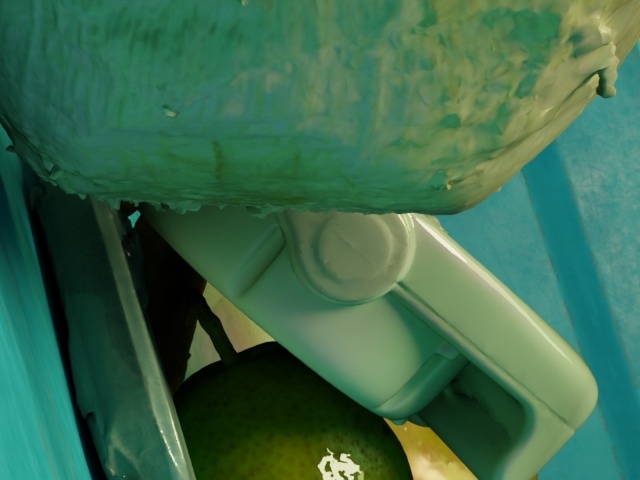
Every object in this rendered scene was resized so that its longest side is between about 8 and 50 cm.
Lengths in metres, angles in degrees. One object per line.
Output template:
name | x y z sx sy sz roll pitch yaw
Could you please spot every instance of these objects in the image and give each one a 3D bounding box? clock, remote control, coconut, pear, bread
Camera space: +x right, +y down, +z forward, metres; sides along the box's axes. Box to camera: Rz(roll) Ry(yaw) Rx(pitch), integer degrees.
clock | 0.000 0.000 1.064 0.324 0.108 0.265 39 5 -34
remote control | -0.107 0.052 0.956 0.104 0.052 0.247 78 -7 -49
coconut | -0.010 -0.208 0.766 0.404 0.405 0.404 162 -90 -87
pear | -0.033 0.129 1.101 0.180 0.166 0.216 -53 126 -79
bread | -0.101 0.044 1.177 0.126 0.044 0.129 81 17 -50
coconut | -0.080 0.118 1.605 0.147 0.147 0.152 78 -9 -59

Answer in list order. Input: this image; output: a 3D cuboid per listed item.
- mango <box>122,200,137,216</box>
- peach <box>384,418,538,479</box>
mango | -0.138 -0.107 1.146 0.141 0.102 0.217 43 -35 48
peach | 0.026 0.230 1.420 0.308 0.289 0.289 -59 -148 29
